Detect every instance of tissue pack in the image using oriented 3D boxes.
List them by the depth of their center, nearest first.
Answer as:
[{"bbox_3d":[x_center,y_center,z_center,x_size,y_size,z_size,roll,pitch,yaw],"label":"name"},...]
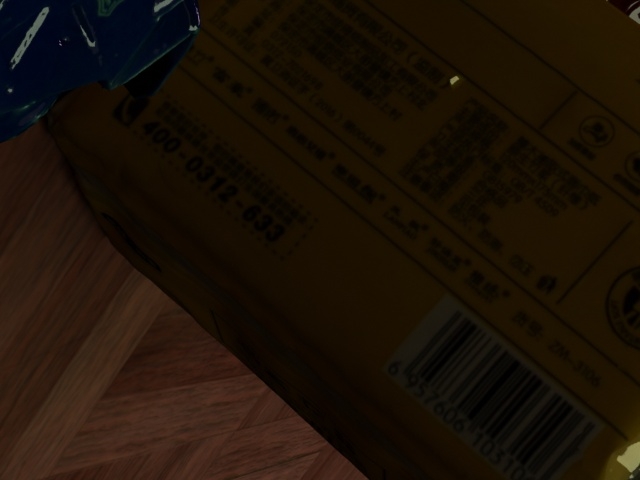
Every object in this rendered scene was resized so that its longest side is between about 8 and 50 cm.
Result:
[{"bbox_3d":[0.076,-0.011,0.856,0.293,0.382,0.228,-46,164,-11],"label":"tissue pack"}]

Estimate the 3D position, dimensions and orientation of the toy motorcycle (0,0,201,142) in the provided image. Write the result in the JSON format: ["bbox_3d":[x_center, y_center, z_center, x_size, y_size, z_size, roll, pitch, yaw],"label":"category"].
[{"bbox_3d":[-0.157,-0.086,0.607,0.331,0.125,0.196,-47,160,-21],"label":"toy motorcycle"}]

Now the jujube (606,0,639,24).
[{"bbox_3d":[0.220,-0.212,1.120,0.250,0.174,0.174,-32,154,-35],"label":"jujube"}]
